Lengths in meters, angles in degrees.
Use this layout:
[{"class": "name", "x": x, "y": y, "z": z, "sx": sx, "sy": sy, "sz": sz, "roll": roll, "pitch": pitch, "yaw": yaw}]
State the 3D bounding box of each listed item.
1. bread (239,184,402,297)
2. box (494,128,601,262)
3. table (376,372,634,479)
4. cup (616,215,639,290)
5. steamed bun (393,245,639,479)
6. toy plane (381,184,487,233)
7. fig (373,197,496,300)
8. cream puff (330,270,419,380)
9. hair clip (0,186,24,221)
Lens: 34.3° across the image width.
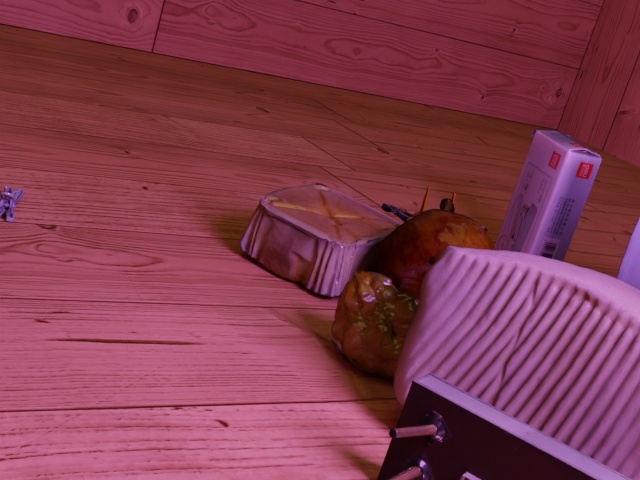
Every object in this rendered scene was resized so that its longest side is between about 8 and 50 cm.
[{"class": "bread", "x": 0.001, "y": 0.002, "z": 1.596, "sx": 0.210, "sy": 0.109, "sz": 0.192, "roll": 26, "pitch": 25, "yaw": 28}, {"class": "box", "x": 0.419, "y": -0.065, "z": 1.940, "sx": 0.079, "sy": 0.269, "sz": 0.135, "roll": 10, "pitch": 20, "yaw": -21}, {"class": "table", "x": 0.160, "y": 0.238, "z": 0.965, "sx": 0.240, "sy": 0.121, "sz": 0.111, "roll": 25, "pitch": 19, "yaw": 28}, {"class": "cup", "x": 0.608, "y": 0.069, "z": 1.499, "sx": 0.311, "sy": 0.256, "sz": 0.331, "roll": 24, "pitch": 62, "yaw": 26}, {"class": "steamed bun", "x": 0.286, "y": 0.158, "z": 1.144, "sx": 0.384, "sy": 0.247, "sz": 0.236, "roll": 23, "pitch": 6, "yaw": 39}, {"class": "toy plane", "x": 0.203, "y": 0.004, "z": 1.820, "sx": 0.204, "sy": 0.102, "sz": 0.316, "roll": 15, "pitch": 23, "yaw": -1}, {"class": "fig", "x": 0.198, "y": 0.023, "z": 1.535, "sx": 0.191, "sy": 0.190, "sz": 0.290, "roll": 24, "pitch": 29, "yaw": 23}, {"class": "cream puff", "x": 0.089, "y": 0.107, "z": 1.334, "sx": 0.146, "sy": 0.116, "sz": 0.146, "roll": 14, "pitch": 14, "yaw": -3}, {"class": "hair clip", "x": -0.444, "y": -0.063, "z": 1.489, "sx": 0.030, "sy": 0.039, "sz": 0.115, "roll": 18, "pitch": 13, "yaw": -15}]
